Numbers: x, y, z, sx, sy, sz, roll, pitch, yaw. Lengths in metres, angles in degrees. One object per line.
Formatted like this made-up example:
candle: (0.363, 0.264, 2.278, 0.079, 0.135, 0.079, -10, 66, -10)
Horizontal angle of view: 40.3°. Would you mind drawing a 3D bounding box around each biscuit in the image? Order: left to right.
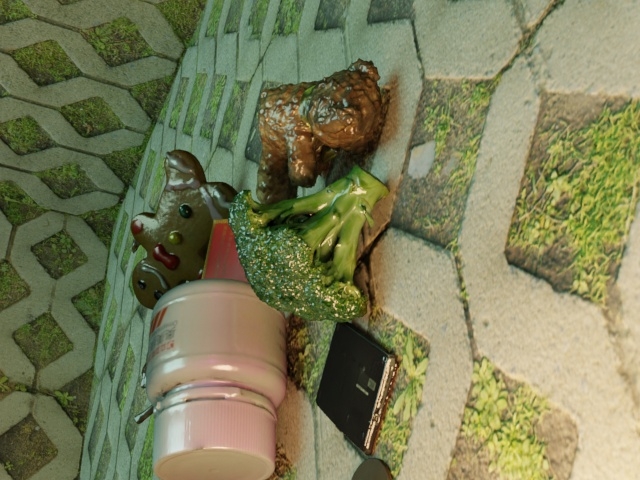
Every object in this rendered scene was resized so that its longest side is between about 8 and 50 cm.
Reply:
biscuit: (-0.368, 0.006, 2.220, 0.432, 0.283, 0.064, -58, -14, 22)

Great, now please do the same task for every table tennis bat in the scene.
table tennis bat: (0.056, 0.412, 1.175, 0.131, 0.022, 0.234, -26, 50, 63)

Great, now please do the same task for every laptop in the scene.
laptop: (0.049, 0.215, 1.308, 0.207, 0.026, 0.154, -151, 77, -69)

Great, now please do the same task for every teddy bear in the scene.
teddy bear: (0.009, -0.178, 1.532, 0.246, 0.222, 0.296, -53, -28, -33)

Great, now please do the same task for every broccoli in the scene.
broccoli: (0.000, 0.000, 1.366, 0.254, 0.269, 0.269, 37, -117, -73)

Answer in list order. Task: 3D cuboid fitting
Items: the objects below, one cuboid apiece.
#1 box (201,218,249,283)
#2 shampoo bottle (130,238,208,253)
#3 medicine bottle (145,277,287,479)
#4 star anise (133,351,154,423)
box: (-0.129, 0.033, 1.719, 0.240, 0.074, 0.153, -2, 70, 46)
shampoo bottle: (-0.404, 0.027, 2.347, 0.057, 0.207, 0.063, 143, 140, -66)
medicine bottle: (-0.187, 0.259, 1.567, 0.256, 0.256, 0.325, 130, 146, -49)
star anise: (-0.403, 0.306, 2.317, 0.292, 0.109, 0.349, 128, 160, -61)
